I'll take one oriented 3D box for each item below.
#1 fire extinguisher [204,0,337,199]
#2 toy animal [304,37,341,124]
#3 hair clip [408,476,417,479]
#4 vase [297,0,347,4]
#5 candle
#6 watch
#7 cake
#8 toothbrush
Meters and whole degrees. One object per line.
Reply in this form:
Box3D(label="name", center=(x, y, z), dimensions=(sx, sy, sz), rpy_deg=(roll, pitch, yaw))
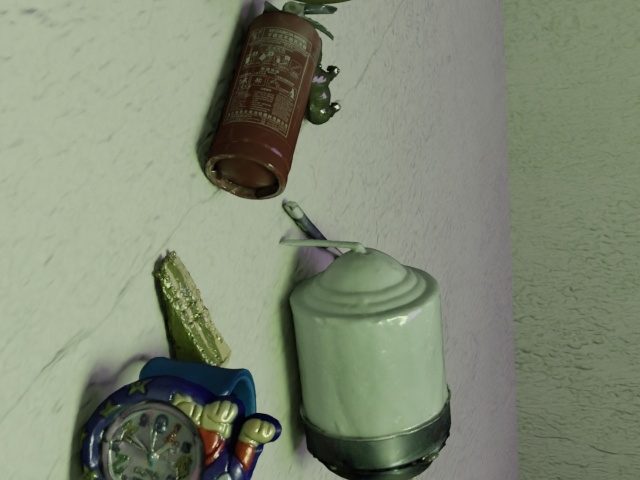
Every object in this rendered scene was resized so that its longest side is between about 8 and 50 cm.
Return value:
Box3D(label="fire extinguisher", center=(-0.052, -0.182, 1.112), dimensions=(0.104, 0.105, 0.268), rpy_deg=(62, 35, -55))
Box3D(label="toy animal", center=(-0.006, -0.225, 1.315), dimensions=(0.065, 0.047, 0.135), rpy_deg=(-52, 146, -45))
Box3D(label="hair clip", center=(0.160, 0.540, 1.758), dimensions=(0.282, 0.113, 0.172), rpy_deg=(62, 13, -65))
Box3D(label="vase", center=(-0.012, -0.441, 1.067), dimensions=(0.329, 0.241, 0.302), rpy_deg=(56, 21, -19))
Box3D(label="candle", center=(0.071, 0.151, 1.335), dimensions=(0.221, 0.221, 0.342), rpy_deg=(-47, 137, -60))
Box3D(label="watch", center=(-0.126, 0.212, 0.917), dimensions=(0.200, 0.171, 0.196), rpy_deg=(27, 79, -80))
Box3D(label="cake", center=(-0.147, 0.080, 1.007), dimensions=(0.140, 0.055, 0.051), rpy_deg=(66, 30, -19))
Box3D(label="toothbrush", center=(0.000, 0.000, 1.403), dimensions=(0.026, 0.024, 0.288), rpy_deg=(-67, 157, -11))
